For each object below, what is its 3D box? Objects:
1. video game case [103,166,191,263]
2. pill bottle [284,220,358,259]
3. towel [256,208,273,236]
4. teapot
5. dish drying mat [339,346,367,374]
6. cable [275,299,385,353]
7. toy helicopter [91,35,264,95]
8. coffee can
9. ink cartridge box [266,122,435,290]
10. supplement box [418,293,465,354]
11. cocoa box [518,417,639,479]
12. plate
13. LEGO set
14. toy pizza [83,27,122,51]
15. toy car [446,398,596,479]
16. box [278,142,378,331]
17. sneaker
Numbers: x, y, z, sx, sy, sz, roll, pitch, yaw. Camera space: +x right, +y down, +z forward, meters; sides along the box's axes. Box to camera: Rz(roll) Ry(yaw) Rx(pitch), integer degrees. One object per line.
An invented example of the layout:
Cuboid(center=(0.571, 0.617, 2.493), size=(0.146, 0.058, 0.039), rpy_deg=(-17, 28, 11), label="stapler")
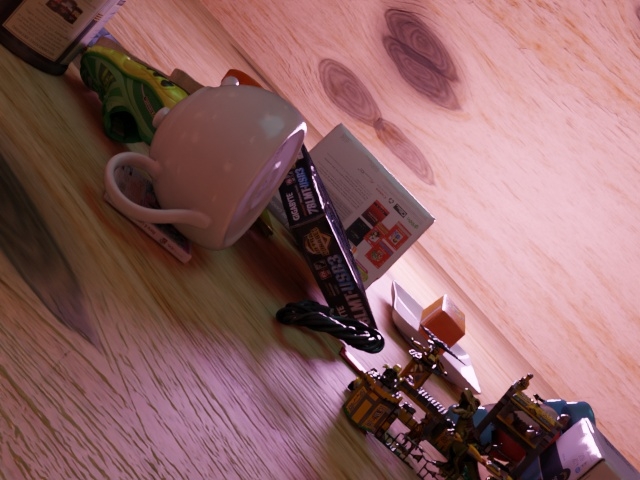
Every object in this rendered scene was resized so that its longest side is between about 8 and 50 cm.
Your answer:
Cuboid(center=(-0.239, -0.046, 1.173), size=(0.143, 0.019, 0.157), rpy_deg=(42, 11, -22), label="video game case")
Cuboid(center=(0.000, 0.000, 1.725), size=(0.152, 0.086, 0.086), rpy_deg=(45, 11, -6), label="pill bottle")
Cuboid(center=(-0.143, -0.094, 1.661), size=(0.102, 0.021, 0.237), rpy_deg=(51, 7, -28), label="towel")
Cuboid(center=(-0.155, -0.120, 1.150), size=(0.187, 0.252, 0.256), rpy_deg=(34, -2, 4), label="teapot")
Cuboid(center=(0.063, 0.213, 1.393), size=(0.083, 0.008, 0.032), rpy_deg=(46, 12, -3), label="dish drying mat")
Cuboid(center=(0.015, 0.135, 1.269), size=(0.151, 0.047, 0.184), rpy_deg=(25, 1, 28), label="cable")
Cuboid(center=(-0.259, -0.262, 1.514), size=(0.355, 0.140, 0.235), rpy_deg=(32, -9, 7), label="toy helicopter")
Cuboid(center=(-0.394, -0.427, 1.295), size=(0.201, 0.275, 0.201), rpy_deg=(44, 11, -10), label="coffee can")
Cuboid(center=(0.048, -0.055, 1.867), size=(0.309, 0.272, 0.130), rpy_deg=(46, -20, -1), label="ink cartridge box")
Cuboid(center=(0.276, 0.185, 1.877), size=(0.078, 0.080, 0.233), rpy_deg=(48, 9, 2), label="supplement box")
Cuboid(center=(0.439, 0.486, 1.228), size=(0.347, 0.228, 0.231), rpy_deg=(47, 10, 5), label="cocoa box")
Cuboid(center=(0.257, 0.232, 1.957), size=(0.278, 0.045, 0.277), rpy_deg=(45, 10, -6), label="plate")
Cuboid(center=(0.215, 0.251, 1.219), size=(0.331, 0.192, 0.255), rpy_deg=(42, 12, 25), label="LEGO set")
Cuboid(center=(-0.440, -0.388, 1.627), size=(0.201, 0.032, 0.201), rpy_deg=(45, 10, -10), label="toy pizza")
Cuboid(center=(0.349, 0.403, 1.445), size=(0.210, 0.219, 0.237), rpy_deg=(111, -23, -81), label="toy car")
Cuboid(center=(0.001, -0.014, 1.479), size=(0.293, 0.073, 0.295), rpy_deg=(-105, 171, -50), label="box")
Cuboid(center=(-0.315, -0.225, 1.312), size=(0.109, 0.123, 0.296), rpy_deg=(32, -1, -44), label="sneaker")
